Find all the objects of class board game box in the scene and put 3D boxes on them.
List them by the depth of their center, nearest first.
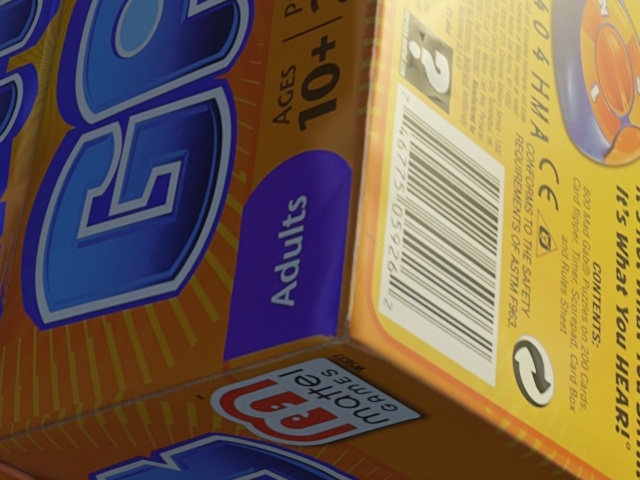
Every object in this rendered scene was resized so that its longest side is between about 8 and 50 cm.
[{"bbox_3d":[0.000,0.000,0.820,0.356,0.356,0.357,34,50,-39],"label":"board game box"}]
